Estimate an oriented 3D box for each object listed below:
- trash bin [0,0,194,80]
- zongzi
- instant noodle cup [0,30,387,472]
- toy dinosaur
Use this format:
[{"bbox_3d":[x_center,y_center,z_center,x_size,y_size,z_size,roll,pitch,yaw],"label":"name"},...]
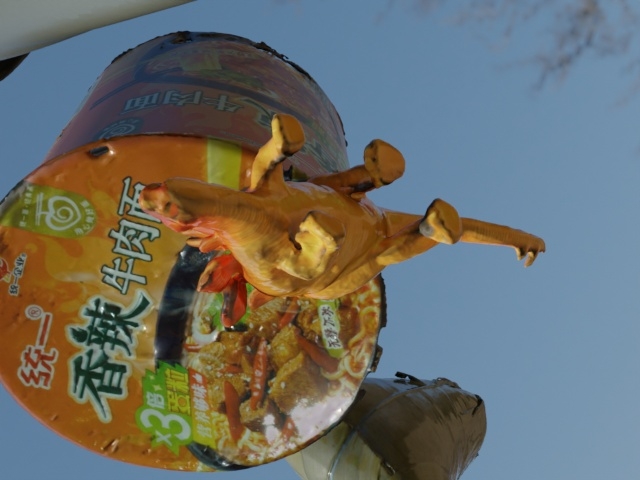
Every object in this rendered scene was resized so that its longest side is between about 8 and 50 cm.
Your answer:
[{"bbox_3d":[-0.147,-0.196,0.892,0.219,0.250,0.219,46,-121,-31],"label":"trash bin"},{"bbox_3d":[0.105,0.201,1.719,0.228,0.256,0.115,5,-72,-41],"label":"zongzi"},{"bbox_3d":[-0.074,-0.005,1.136,0.182,0.230,0.230,-85,2,-58],"label":"instant noodle cup"},{"bbox_3d":[0.000,0.000,0.954,0.288,0.117,0.070,7,-118,-54],"label":"toy dinosaur"}]
